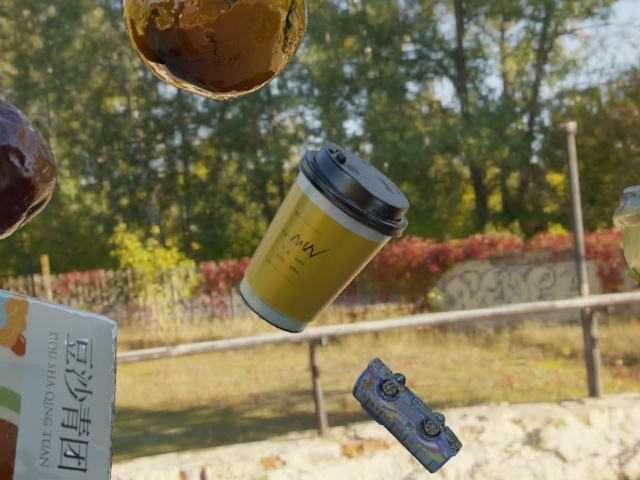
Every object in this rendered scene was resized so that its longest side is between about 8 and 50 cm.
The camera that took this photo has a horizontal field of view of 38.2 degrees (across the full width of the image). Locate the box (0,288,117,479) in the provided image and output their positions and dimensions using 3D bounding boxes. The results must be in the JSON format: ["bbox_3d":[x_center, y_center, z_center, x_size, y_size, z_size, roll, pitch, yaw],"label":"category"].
[{"bbox_3d":[-0.385,0.204,0.845,0.122,0.345,0.385,-23,-32,37],"label":"box"}]

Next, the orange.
[{"bbox_3d":[-0.135,-0.304,1.206,0.246,0.246,0.246,-6,2,0],"label":"orange"}]

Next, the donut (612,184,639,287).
[{"bbox_3d":[0.588,0.003,1.281,0.371,0.150,0.307,3,-5,-2],"label":"donut"}]

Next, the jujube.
[{"bbox_3d":[-0.547,-0.140,1.363,0.223,0.318,0.223,-47,9,9],"label":"jujube"}]

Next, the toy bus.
[{"bbox_3d":[0.106,0.216,1.141,0.061,0.153,0.051,-50,-12,16],"label":"toy bus"}]

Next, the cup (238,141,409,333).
[{"bbox_3d":[0.000,0.000,1.438,0.196,0.280,0.196,31,18,-11],"label":"cup"}]
